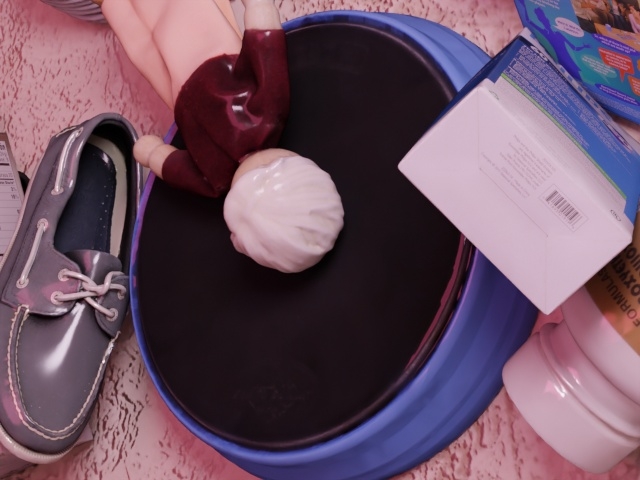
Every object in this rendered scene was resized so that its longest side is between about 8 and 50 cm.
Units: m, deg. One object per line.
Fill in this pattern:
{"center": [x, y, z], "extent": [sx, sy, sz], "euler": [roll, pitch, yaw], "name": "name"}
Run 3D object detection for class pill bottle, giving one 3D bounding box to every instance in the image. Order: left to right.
{"center": [0.234, 0.044, 1.265], "extent": [0.229, 0.131, 0.131], "euler": [-46, 52, 21], "name": "pill bottle"}

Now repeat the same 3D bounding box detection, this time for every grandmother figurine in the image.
{"center": [-0.079, -0.119, 1.507], "extent": [0.342, 0.104, 0.208], "euler": [61, 144, 31], "name": "grandmother figurine"}

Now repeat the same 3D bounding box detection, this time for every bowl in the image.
{"center": [0.000, 0.000, 1.514], "extent": [0.391, 0.077, 0.391], "euler": [-14, 68, 37], "name": "bowl"}

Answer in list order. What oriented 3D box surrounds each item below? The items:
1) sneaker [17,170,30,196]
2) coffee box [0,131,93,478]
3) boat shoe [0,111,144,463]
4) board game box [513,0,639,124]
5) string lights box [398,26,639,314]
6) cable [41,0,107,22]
{"center": [-0.307, -0.054, 1.801], "extent": [0.078, 0.067, 0.188], "euler": [-36, 63, 25], "name": "sneaker"}
{"center": [-0.335, 0.066, 1.701], "extent": [0.168, 0.119, 0.297], "euler": [-26, 76, 34], "name": "coffee box"}
{"center": [-0.213, 0.031, 1.619], "extent": [0.099, 0.116, 0.319], "euler": [-39, 36, 50], "name": "boat shoe"}
{"center": [0.197, -0.170, 1.313], "extent": [0.047, 0.210, 0.160], "euler": [-45, 47, -17], "name": "board game box"}
{"center": [0.143, -0.055, 1.268], "extent": [0.133, 0.259, 0.077], "euler": [45, 108, -1], "name": "string lights box"}
{"center": [-0.195, -0.333, 1.769], "extent": [0.257, 0.089, 0.257], "euler": [-11, 70, 38], "name": "cable"}
